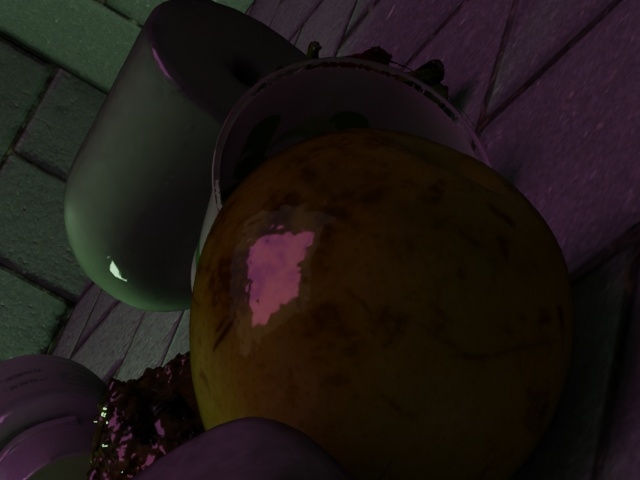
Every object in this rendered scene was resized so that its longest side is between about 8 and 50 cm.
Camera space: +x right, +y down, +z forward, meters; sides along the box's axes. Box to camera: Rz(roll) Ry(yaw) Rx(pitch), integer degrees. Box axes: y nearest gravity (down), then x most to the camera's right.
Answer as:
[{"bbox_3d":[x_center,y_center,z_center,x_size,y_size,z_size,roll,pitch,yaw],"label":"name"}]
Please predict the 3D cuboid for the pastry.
[{"bbox_3d":[-0.160,0.228,1.498,0.275,0.193,0.275,-50,16,21],"label":"pastry"}]

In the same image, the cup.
[{"bbox_3d":[0.000,0.000,1.346,0.253,0.253,0.274,-67,6,-26],"label":"cup"}]

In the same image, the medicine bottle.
[{"bbox_3d":[-0.341,0.299,1.862,0.241,0.241,0.302,-59,28,3],"label":"medicine bottle"}]

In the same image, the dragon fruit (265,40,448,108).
[{"bbox_3d":[0.018,-0.120,1.631,0.200,0.198,0.269,-43,15,-20],"label":"dragon fruit"}]

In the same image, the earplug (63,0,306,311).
[{"bbox_3d":[-0.182,-0.091,2.040,0.394,0.312,0.313,-56,14,31],"label":"earplug"}]

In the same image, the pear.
[{"bbox_3d":[0.036,0.062,0.985,0.281,0.280,0.281,-55,14,21],"label":"pear"}]

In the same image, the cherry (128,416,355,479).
[{"bbox_3d":[-0.066,0.289,0.802,0.335,0.291,0.326,-52,22,22],"label":"cherry"}]
